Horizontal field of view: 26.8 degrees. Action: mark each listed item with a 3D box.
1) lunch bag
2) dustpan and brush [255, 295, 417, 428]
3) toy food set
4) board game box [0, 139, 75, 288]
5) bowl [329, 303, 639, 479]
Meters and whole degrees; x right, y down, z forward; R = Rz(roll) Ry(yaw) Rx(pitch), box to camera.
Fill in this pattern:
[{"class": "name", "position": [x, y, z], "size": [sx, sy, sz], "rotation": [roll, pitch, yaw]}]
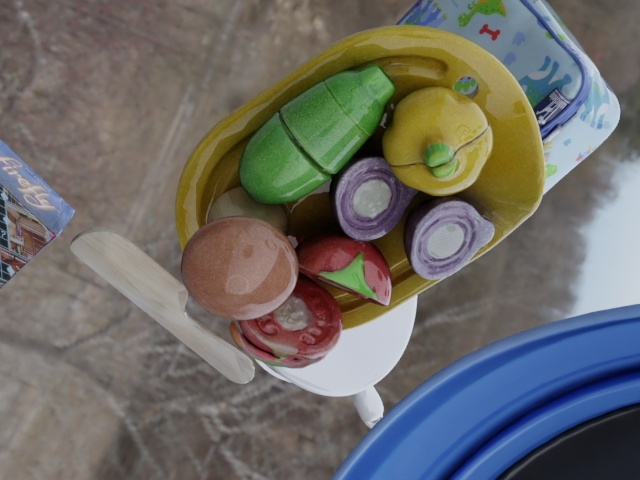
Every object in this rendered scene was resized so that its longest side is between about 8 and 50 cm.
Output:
[{"class": "lunch bag", "position": [0.146, -0.133, 1.190], "size": [0.176, 0.219, 0.090], "rotation": [-41, 141, 20]}, {"class": "dustpan and brush", "position": [0.025, 0.087, 1.045], "size": [0.147, 0.060, 0.211], "rotation": [-35, 126, -15]}, {"class": "toy food set", "position": [0.000, 0.000, 0.604], "size": [0.218, 0.128, 0.071], "rotation": [-34, -157, 18]}, {"class": "board game box", "position": [-0.323, -0.050, 0.988], "size": [0.165, 0.243, 0.042], "rotation": [-39, -167, 27]}, {"class": "bowl", "position": [0.143, 0.218, 0.492], "size": [0.077, 0.391, 0.391], "rotation": [16, 98, -54]}]
